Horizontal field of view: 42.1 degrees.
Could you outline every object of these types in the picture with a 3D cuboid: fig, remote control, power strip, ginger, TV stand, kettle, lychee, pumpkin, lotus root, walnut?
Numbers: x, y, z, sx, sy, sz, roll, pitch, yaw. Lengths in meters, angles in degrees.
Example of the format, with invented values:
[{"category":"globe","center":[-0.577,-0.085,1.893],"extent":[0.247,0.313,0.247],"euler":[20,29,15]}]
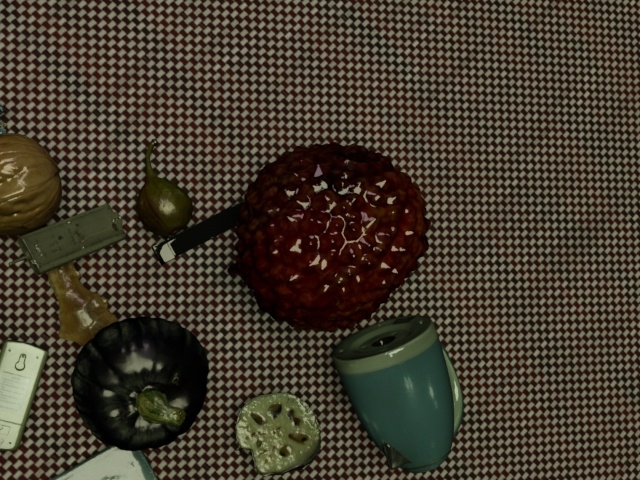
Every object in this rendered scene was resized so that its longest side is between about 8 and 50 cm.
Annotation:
[{"category":"fig","center":[-0.366,-0.126,1.887],"extent":[0.124,0.124,0.236],"euler":[-13,77,-15]},{"category":"remote control","center":[-0.671,0.335,1.805],"extent":[0.098,0.038,0.233],"euler":[17,81,-13]},{"category":"power strip","center":[-0.552,0.001,1.809],"extent":[0.268,0.034,0.092],"euler":[-27,83,-37]},{"category":"ginger","center":[-0.537,0.103,1.838],"extent":[0.131,0.086,0.294],"euler":[-16,85,1]},{"category":"TV stand","center":[-0.266,-0.024,1.934],"extent":[0.257,0.040,0.049],"euler":[-28,93,-15]},{"category":"kettle","center":[0.223,0.362,1.953],"extent":[0.319,0.247,0.342],"euler":[-29,102,-40]},{"category":"lychee","center":[0.000,0.000,1.823],"extent":[0.425,0.500,0.424],"euler":[29,51,-44]},{"category":"pumpkin","center":[-0.375,0.314,1.755],"extent":[0.296,0.296,0.295],"euler":[1,86,-14]},{"category":"lotus root","center":[-0.106,0.449,1.925],"extent":[0.204,0.078,0.183],"euler":[-1,73,-22]},{"category":"walnut","center":[-0.662,-0.116,1.757],"extent":[0.228,0.228,0.227],"euler":[1,86,-14]}]

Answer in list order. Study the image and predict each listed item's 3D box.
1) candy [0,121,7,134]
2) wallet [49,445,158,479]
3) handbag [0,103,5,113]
[{"category":"candy","center":[-0.706,-0.221,1.846],"extent":[0.030,0.020,0.083],"euler":[7,82,-14]},{"category":"wallet","center":[-0.456,0.612,1.834],"extent":[0.251,0.054,0.290],"euler":[-27,88,-19]},{"category":"handbag","center":[-0.862,-0.320,1.772],"extent":[0.269,0.100,0.274],"euler":[-33,94,-15]}]
